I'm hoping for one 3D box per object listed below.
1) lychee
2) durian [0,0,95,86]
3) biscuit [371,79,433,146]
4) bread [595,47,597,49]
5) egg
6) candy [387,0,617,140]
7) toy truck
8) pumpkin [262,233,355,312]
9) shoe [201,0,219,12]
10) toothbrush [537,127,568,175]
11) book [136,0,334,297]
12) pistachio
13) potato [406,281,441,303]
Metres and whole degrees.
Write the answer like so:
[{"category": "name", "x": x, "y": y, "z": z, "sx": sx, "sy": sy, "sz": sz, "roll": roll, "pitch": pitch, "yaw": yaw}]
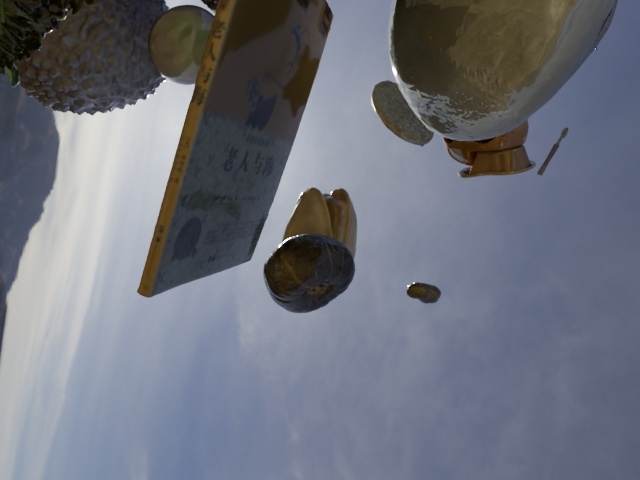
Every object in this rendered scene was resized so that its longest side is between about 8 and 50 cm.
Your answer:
[{"category": "lychee", "x": -0.550, "y": -0.489, "z": 1.063, "sx": 0.432, "sy": 0.380, "sz": 0.380, "roll": -26, "pitch": -118, "yaw": 29}, {"category": "durian", "x": -0.211, "y": -0.293, "z": 0.364, "sx": 0.132, "sy": 0.107, "sz": 0.375, "roll": 50, "pitch": -57, "yaw": 20}, {"category": "biscuit", "x": 0.156, "y": -0.241, "z": 0.838, "sx": 0.020, "sy": 0.152, "sz": 0.152, "roll": -45, "pitch": -131, "yaw": 47}, {"category": "bread", "x": 0.727, "y": -0.709, "z": 1.308, "sx": 0.236, "sy": 0.388, "sz": 0.183, "roll": 24, "pitch": -108, "yaw": 26}, {"category": "egg", "x": -0.192, "y": -0.280, "z": 0.643, "sx": 0.135, "sy": 0.103, "sz": 0.103, "roll": -1, "pitch": -97, "yaw": 51}, {"category": "candy", "x": 0.180, "y": -0.253, "z": 0.512, "sx": 0.295, "sy": 0.185, "sz": 0.295, "roll": -167, "pitch": -90, "yaw": -71}, {"category": "toy truck", "x": 0.535, "y": -0.321, "z": 1.429, "sx": 0.288, "sy": 0.204, "sz": 0.211, "roll": 16, "pitch": -59, "yaw": 55}, {"category": "pumpkin", "x": -0.038, "y": 0.069, "z": 1.057, "sx": 0.219, "sy": 0.219, "sz": 0.162, "roll": -52, "pitch": -132, "yaw": 35}, {"category": "shoe", "x": -0.167, "y": -0.639, "z": 0.831, "sx": 0.171, "sy": 0.237, "sz": 0.383, "roll": 9, "pitch": -116, "yaw": 44}, {"category": "toothbrush", "x": 0.632, "y": -0.243, "z": 1.206, "sx": 0.014, "sy": 0.017, "sz": 0.194, "roll": 23, "pitch": -120, "yaw": 33}, {"category": "book", "x": -0.086, "y": -0.133, "z": 0.540, "sx": 0.032, "sy": 0.269, "sz": 0.388, "roll": 22, "pitch": -79, "yaw": 11}, {"category": "pistachio", "x": 0.000, "y": 0.000, "z": 1.306, "sx": 0.238, "sy": 0.229, "sz": 0.320, "roll": 39, "pitch": -54, "yaw": 55}, {"category": "potato", "x": 0.231, "y": 0.116, "z": 0.984, "sx": 0.046, "sy": 0.092, "sz": 0.045, "roll": 26, "pitch": -84, "yaw": 63}]
